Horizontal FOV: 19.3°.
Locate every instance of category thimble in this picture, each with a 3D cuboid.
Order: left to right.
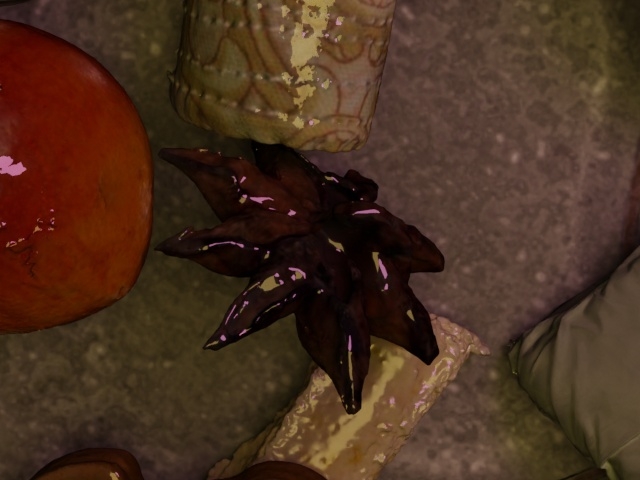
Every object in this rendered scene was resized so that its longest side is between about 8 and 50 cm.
[{"bbox_3d":[-0.036,-0.153,1.449,0.137,0.190,0.143,-8,109,-49],"label":"thimble"}]

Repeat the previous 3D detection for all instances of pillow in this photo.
[{"bbox_3d":[0.321,0.107,1.473,0.283,0.138,0.310,-46,61,7],"label":"pillow"}]

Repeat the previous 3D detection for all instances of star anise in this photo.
[{"bbox_3d":[0.000,0.000,1.413,0.272,0.272,0.102,33,128,-8],"label":"star anise"}]

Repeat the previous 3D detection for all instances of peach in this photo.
[{"bbox_3d":[-0.246,-0.045,1.383,0.281,0.281,0.238,41,91,-8],"label":"peach"}]

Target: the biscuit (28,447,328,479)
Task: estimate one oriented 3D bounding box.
[{"bbox_3d":[-0.119,0.326,1.495,0.359,0.074,0.381,35,112,-8],"label":"biscuit"}]

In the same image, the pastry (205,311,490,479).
[{"bbox_3d":[0.011,0.147,1.523,0.121,0.089,0.258,41,89,4],"label":"pastry"}]

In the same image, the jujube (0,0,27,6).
[{"bbox_3d":[-0.281,-0.278,1.363,0.308,0.246,0.215,-6,78,11],"label":"jujube"}]
